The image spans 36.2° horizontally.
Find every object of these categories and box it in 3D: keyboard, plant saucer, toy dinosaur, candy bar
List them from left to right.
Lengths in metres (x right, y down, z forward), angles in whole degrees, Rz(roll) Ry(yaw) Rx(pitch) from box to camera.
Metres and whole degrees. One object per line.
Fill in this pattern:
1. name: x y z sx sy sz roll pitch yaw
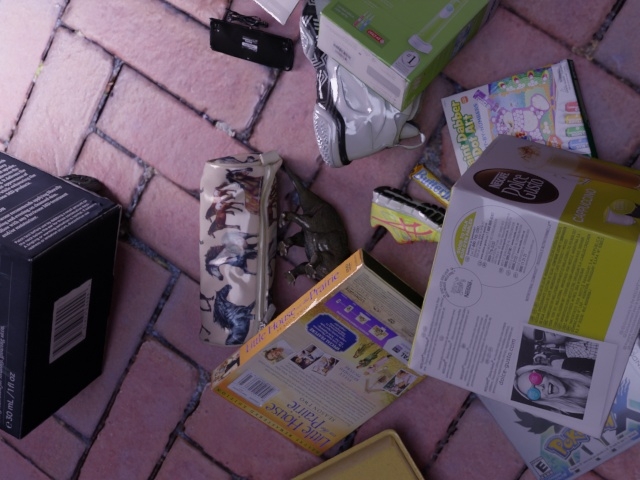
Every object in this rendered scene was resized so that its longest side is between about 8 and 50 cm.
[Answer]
1. keyboard: -0.136 -0.414 1.989 0.192 0.038 0.100 19 128 16
2. toy dinosaur: 0.000 0.000 1.957 0.121 0.160 0.313 -44 69 49
3. plant saucer: 0.113 0.587 2.032 0.333 0.081 0.333 -32 86 23
4. candy bar: 0.239 -0.088 1.896 0.161 0.018 0.040 42 84 10

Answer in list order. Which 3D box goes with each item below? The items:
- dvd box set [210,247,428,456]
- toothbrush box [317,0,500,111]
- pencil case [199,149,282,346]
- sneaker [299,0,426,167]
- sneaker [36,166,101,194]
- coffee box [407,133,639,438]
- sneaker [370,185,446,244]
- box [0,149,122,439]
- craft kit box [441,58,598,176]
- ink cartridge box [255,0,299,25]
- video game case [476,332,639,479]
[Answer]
1. dvd box set: 0.035 0.234 1.927 0.307 0.062 0.420 37 115 -27
2. toothbrush box: 0.162 -0.406 1.747 0.206 0.122 0.283 39 74 10
3. pencil case: -0.158 0.015 1.992 0.183 0.160 0.410 10 103 35
4. sneaker: 0.086 -0.330 1.862 0.210 0.137 0.366 -6 94 15
5. sneaker: -0.626 -0.092 2.188 0.286 0.109 0.130 12 109 21
6. coffee box: 0.376 0.056 1.636 0.334 0.337 0.338 18 117 17
7. sneaker: 0.188 -0.026 1.907 0.208 0.081 0.094 28 116 20
8. box: -0.719 0.082 2.091 0.472 0.297 0.480 24 123 17
9. craft kit box: 0.371 -0.179 1.802 0.246 0.061 0.250 -15 90 30
10. ink cartridge box: -0.070 -0.585 1.858 0.296 0.066 0.261 46 114 30
11. video game case: 0.480 0.280 1.863 0.329 0.036 0.300 -37 85 22
